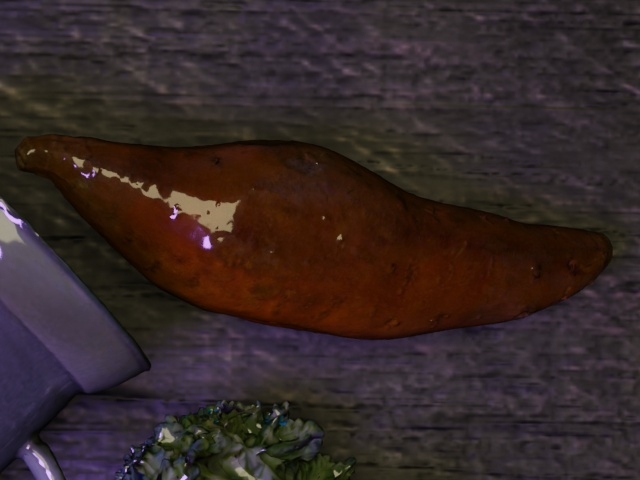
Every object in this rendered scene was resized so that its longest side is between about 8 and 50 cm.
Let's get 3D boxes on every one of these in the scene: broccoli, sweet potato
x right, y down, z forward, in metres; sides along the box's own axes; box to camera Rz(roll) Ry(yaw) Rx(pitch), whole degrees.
[{"bbox_3d":[-0.029,0.161,0.945,0.154,0.160,0.167,-31,107,-28],"label":"broccoli"},{"bbox_3d":[-0.005,0.001,0.992,0.359,0.112,0.112,15,83,-20],"label":"sweet potato"}]

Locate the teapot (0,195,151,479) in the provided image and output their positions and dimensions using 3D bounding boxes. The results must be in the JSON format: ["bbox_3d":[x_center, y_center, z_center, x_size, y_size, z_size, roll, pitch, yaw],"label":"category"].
[{"bbox_3d":[-0.257,0.132,0.901,0.270,0.200,0.337,45,79,0],"label":"teapot"}]
